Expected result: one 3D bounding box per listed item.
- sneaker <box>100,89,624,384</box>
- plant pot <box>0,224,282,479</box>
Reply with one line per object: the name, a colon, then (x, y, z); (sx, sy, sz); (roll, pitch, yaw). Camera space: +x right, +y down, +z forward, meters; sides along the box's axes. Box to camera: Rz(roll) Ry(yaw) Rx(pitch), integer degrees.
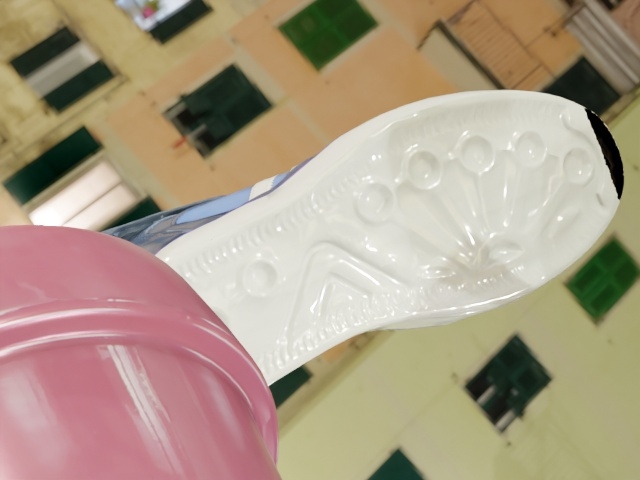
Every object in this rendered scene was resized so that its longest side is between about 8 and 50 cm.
sneaker: (0.000, 0.001, 0.754); (0.130, 0.323, 0.236); (68, -15, -8)
plant pot: (-0.078, 0.124, 0.366); (0.180, 0.201, 0.201); (44, -24, 43)
